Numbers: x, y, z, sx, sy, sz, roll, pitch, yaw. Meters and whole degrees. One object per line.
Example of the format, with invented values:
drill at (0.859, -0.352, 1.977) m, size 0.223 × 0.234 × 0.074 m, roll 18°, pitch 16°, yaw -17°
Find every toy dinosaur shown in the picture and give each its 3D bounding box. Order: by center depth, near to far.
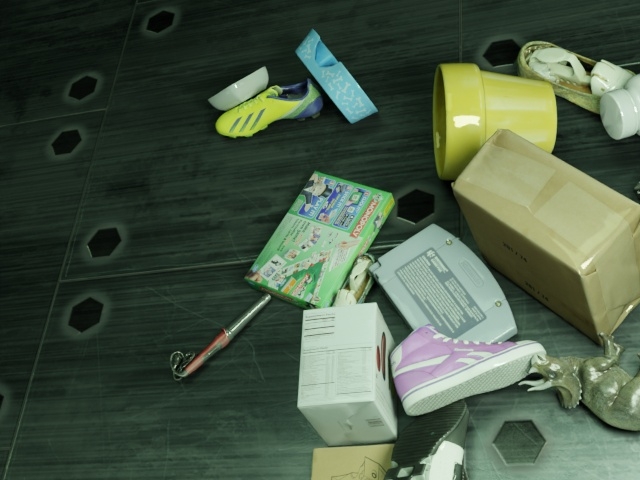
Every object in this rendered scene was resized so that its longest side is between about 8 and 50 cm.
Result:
toy dinosaur at (0.534, 0.268, 1.636) m, size 0.313 × 0.121 × 0.160 m, roll 27°, pitch 85°, yaw 23°

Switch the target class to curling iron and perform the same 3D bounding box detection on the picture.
curling iron at (-0.219, 0.204, 2.000) m, size 0.274 × 0.035 × 0.068 m, roll -39°, pitch 52°, yaw -8°

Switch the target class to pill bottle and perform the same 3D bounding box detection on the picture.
pill bottle at (0.716, -0.291, 1.900) m, size 0.245 × 0.136 × 0.136 m, roll -17°, pitch 51°, yaw -5°

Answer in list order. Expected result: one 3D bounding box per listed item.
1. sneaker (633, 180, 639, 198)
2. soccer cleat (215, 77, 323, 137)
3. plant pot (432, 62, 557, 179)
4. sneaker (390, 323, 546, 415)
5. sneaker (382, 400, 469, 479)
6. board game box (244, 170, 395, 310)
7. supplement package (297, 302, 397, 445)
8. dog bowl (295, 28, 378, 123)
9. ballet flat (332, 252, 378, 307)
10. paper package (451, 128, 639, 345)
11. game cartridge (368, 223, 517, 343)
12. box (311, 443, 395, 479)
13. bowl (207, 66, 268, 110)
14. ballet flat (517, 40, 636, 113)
sneaker at (0.690, -0.124, 1.855) m, size 0.106 × 0.078 × 0.234 m, roll 2°, pitch 59°, yaw 20°
soccer cleat at (-0.136, -0.340, 2.298) m, size 0.289 × 0.121 × 0.093 m, roll -13°, pitch 53°, yaw 12°
plant pot at (0.374, -0.260, 1.983) m, size 0.239 × 0.254 × 0.254 m, roll -3°, pitch 54°, yaw 1°
sneaker at (0.267, 0.206, 1.714) m, size 0.282 × 0.102 × 0.161 m, roll -17°, pitch 53°, yaw -1°
sneaker at (0.199, 0.431, 1.643) m, size 0.122 × 0.146 × 0.330 m, roll -17°, pitch 24°, yaw 41°
board game box at (0.000, 0.000, 2.054) m, size 0.213 × 0.046 × 0.317 m, roll 20°, pitch 65°, yaw 30°
supplement package at (0.058, 0.259, 1.753) m, size 0.149 × 0.194 × 0.203 m, roll -7°, pitch 55°, yaw 15°
dog bowl at (0.033, -0.400, 2.258) m, size 0.074 × 0.166 × 0.297 m, roll -39°, pitch 51°, yaw 6°
ballet flat at (0.066, 0.105, 1.943) m, size 0.070 × 0.070 × 0.188 m, roll 15°, pitch 63°, yaw 29°
paper package at (0.440, -0.006, 1.720) m, size 0.168 × 0.309 × 0.325 m, roll -45°, pitch 52°, yaw -8°
game cartridge at (0.254, 0.113, 1.855) m, size 0.198 × 0.062 × 0.297 m, roll -30°, pitch 57°, yaw -7°
box at (0.077, 0.462, 1.713) m, size 0.201 × 0.021 × 0.164 m, roll -7°, pitch 54°, yaw 17°
bowl at (-0.205, -0.384, 2.359) m, size 0.142 × 0.053 × 0.142 m, roll -36°, pitch 11°, yaw -37°
ballet flat at (0.590, -0.363, 2.041) m, size 0.348 × 0.123 × 0.123 m, roll 27°, pitch 69°, yaw 33°
